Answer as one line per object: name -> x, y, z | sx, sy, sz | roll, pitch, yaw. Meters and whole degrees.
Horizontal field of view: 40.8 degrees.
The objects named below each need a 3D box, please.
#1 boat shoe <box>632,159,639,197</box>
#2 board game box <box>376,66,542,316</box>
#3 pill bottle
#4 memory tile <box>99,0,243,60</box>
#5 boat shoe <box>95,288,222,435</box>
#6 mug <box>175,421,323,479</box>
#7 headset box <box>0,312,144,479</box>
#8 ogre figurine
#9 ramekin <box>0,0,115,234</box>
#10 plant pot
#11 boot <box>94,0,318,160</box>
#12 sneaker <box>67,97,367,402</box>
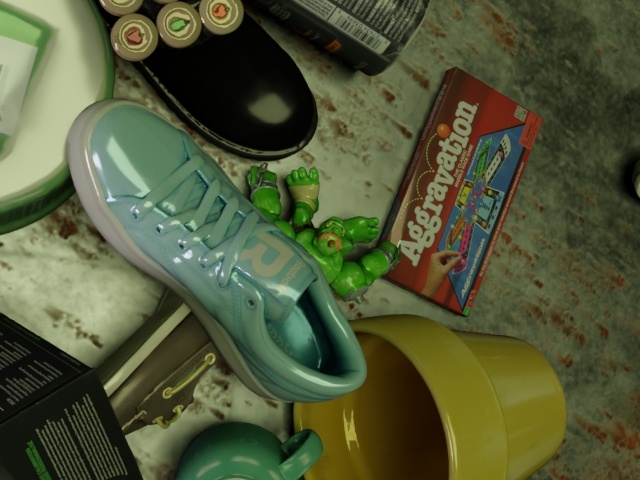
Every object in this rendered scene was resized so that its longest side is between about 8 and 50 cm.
boat shoe -> 0.568, -0.128, 1.230 | 0.320, 0.116, 0.099 | -13, 51, -16
board game box -> 0.173, -0.061, 1.082 | 0.145, 0.027, 0.281 | 26, 79, -19
pill bottle -> -0.008, -0.298, 0.956 | 0.246, 0.130, 0.130 | 28, 78, -19
memory tile -> -0.131, -0.228, 0.693 | 0.113, 0.012, 0.148 | -18, 99, -10
boat shoe -> -0.163, 0.133, 0.891 | 0.096, 0.117, 0.324 | 47, 66, -14
mug -> -0.083, 0.256, 0.906 | 0.129, 0.097, 0.157 | 27, 93, -7
headset box -> -0.326, 0.189, 0.661 | 0.283, 0.246, 0.131 | -33, 119, -33
ogre figurine -> 0.000, 0.000, 0.959 | 0.197, 0.097, 0.118 | 47, 33, -24
ramekin -> -0.338, -0.152, 0.803 | 0.304, 0.148, 0.303 | 1, 89, -23
plant pot -> 0.136, 0.202, 0.957 | 0.239, 0.254, 0.253 | -3, 90, -39
boot -> -0.111, -0.213, 0.839 | 0.348, 0.260, 0.131 | 38, 76, -17
sneaker -> -0.073, 0.009, 0.800 | 0.366, 0.150, 0.135 | 51, 56, -25
